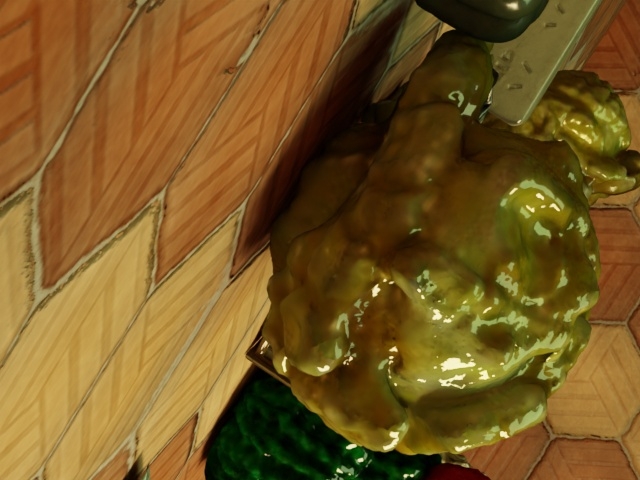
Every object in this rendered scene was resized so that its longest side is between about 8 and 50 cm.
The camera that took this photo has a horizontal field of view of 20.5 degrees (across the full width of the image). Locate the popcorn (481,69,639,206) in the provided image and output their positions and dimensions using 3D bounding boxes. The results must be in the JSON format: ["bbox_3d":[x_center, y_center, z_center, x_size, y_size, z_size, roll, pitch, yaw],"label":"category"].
[{"bbox_3d":[0.331,-0.121,2.474,0.237,0.251,0.206,-57,167,-33],"label":"popcorn"}]

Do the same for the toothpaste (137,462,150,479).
[{"bbox_3d":[-0.226,0.328,1.550,0.297,0.048,0.075,-58,172,-20],"label":"toothpaste"}]

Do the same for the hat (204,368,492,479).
[{"bbox_3d":[0.054,0.263,1.959,0.274,0.332,0.242,-44,163,-52],"label":"hat"}]

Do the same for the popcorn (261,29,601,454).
[{"bbox_3d":[0.101,0.019,1.477,0.335,0.279,0.274,-48,-173,-14],"label":"popcorn"}]

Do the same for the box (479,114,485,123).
[{"bbox_3d":[0.196,-0.155,2.320,0.054,0.024,0.083,-51,170,-32],"label":"box"}]

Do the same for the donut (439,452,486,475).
[{"bbox_3d":[0.112,0.227,2.263,0.371,0.307,0.150,113,-7,-47],"label":"donut"}]

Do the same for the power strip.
[{"bbox_3d":[0.266,-0.272,2.033,0.288,0.093,0.053,-60,169,17],"label":"power strip"}]

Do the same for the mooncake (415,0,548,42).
[{"bbox_3d":[0.148,-0.241,1.410,0.175,0.104,0.168,-55,166,-44],"label":"mooncake"}]

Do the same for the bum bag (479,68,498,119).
[{"bbox_3d":[0.118,-0.098,1.926,0.248,0.060,0.123,-49,170,-42],"label":"bum bag"}]

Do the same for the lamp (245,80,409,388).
[{"bbox_3d":[0.037,0.005,1.733,0.325,0.089,0.090,-63,170,30],"label":"lamp"}]
